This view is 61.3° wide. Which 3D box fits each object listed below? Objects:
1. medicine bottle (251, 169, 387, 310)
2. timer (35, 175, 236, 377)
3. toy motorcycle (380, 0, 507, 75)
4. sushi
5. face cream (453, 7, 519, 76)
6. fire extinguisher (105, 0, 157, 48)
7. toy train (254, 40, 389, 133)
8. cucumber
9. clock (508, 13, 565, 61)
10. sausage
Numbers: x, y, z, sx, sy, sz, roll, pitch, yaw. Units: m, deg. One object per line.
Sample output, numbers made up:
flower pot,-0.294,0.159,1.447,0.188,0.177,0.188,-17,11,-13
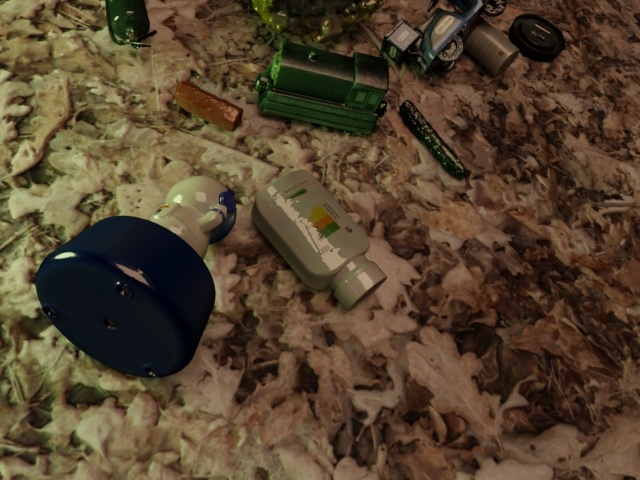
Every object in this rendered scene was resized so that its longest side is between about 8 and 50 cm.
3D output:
medicine bottle,0.000,0.000,1.105,0.161,0.111,0.296,-32,75,-29
timer,-0.265,0.016,0.960,0.270,0.270,0.383,27,43,0
toy motorcycle,0.350,-0.619,1.501,0.213,0.125,0.358,42,82,5
sushi,-0.006,-0.709,1.380,0.397,0.351,0.240,-19,52,-21
face cream,0.475,-0.592,1.596,0.096,0.096,0.214,-34,75,-30
fire extinguisher,-0.466,-0.559,1.302,0.118,0.093,0.294,-19,66,3
toy train,0.014,-0.370,1.282,0.331,0.178,0.138,9,59,-13
cucumber,0.285,-0.255,1.377,0.044,0.043,0.256,-29,73,-23
clock,0.689,-0.647,1.725,0.185,0.040,0.184,7,60,-12
sausage,-0.264,-0.311,1.233,0.169,0.065,0.065,26,57,0
